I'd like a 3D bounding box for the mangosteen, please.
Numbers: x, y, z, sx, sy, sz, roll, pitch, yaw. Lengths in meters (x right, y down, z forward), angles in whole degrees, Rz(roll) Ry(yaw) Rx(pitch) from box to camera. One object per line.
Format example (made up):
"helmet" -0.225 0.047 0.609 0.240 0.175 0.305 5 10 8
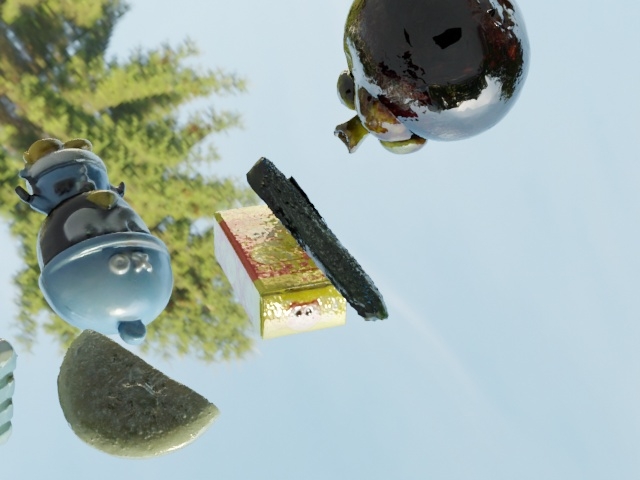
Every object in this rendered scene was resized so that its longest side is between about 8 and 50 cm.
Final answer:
"mangosteen" 0.169 -0.278 1.659 0.297 0.313 0.296 5 -115 -11

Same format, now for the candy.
"candy" -0.068 0.040 1.720 0.146 0.088 0.276 -9 -150 -20

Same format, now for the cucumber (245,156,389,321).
"cucumber" -0.001 0.001 1.287 0.256 0.044 0.043 50 -58 22

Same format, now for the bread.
"bread" -0.217 0.175 1.180 0.193 0.036 0.112 28 -122 20

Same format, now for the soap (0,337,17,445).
"soap" -0.534 0.249 1.310 0.115 0.208 0.347 37 -133 19

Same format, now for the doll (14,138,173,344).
"doll" -0.292 0.002 1.415 0.141 0.177 0.314 -50 -122 40
